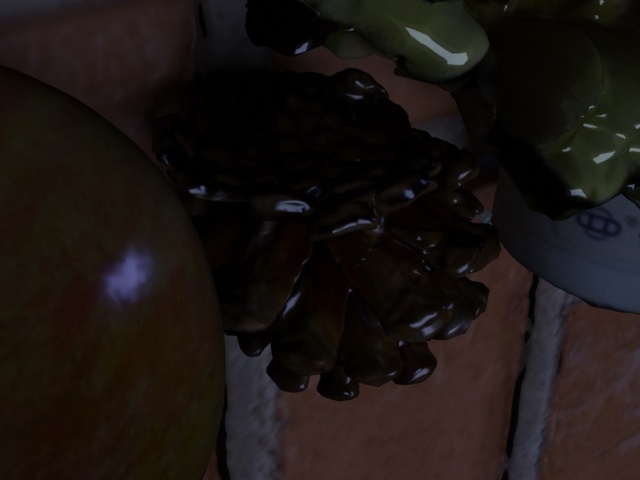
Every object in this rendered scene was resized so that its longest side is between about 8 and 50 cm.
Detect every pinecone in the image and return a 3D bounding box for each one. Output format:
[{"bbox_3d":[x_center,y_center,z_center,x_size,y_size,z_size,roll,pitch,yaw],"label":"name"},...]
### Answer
[{"bbox_3d":[0.002,-0.003,0.520,0.150,0.179,0.195,-49,140,-5],"label":"pinecone"}]

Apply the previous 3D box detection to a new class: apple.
[{"bbox_3d":[-0.164,0.060,0.379,0.257,0.234,0.256,1,120,2],"label":"apple"}]

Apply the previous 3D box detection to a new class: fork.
[{"bbox_3d":[0.090,-0.033,0.678,0.016,0.012,0.115,-51,139,8],"label":"fork"}]

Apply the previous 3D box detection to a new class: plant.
[{"bbox_3d":[0.039,-0.135,0.423,0.261,0.297,0.305,0,74,-25],"label":"plant"}]

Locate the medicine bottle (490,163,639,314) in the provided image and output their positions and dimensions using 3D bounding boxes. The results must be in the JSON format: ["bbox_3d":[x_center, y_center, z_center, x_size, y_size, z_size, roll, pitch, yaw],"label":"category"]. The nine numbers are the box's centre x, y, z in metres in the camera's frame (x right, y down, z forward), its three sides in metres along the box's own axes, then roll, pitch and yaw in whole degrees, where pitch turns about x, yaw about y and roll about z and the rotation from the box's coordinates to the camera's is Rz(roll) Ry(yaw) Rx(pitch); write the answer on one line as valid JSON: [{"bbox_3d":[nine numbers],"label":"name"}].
[{"bbox_3d":[0.215,-0.141,0.574,0.190,0.190,0.332,-13,124,-29],"label":"medicine bottle"}]
